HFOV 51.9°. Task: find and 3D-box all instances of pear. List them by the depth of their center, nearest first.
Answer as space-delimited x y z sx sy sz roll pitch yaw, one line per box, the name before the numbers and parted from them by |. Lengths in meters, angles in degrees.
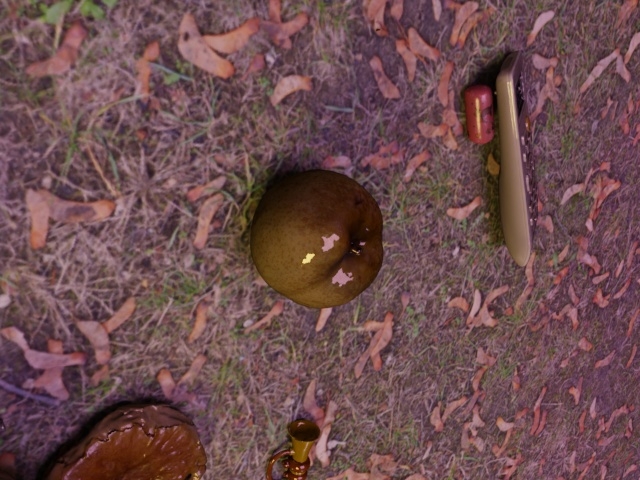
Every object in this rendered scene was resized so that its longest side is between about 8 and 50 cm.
pear | 0.000 0.000 0.762 0.167 0.137 0.167 -8 100 -50

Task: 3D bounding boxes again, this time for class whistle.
whistle | -0.038 0.312 0.926 0.057 0.046 0.109 -11 121 -49

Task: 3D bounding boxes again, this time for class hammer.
hammer | 0.224 -0.177 0.921 0.043 0.043 0.083 -29 123 -25

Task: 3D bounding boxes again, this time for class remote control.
remote control | 0.286 -0.114 0.981 0.109 0.055 0.312 -56 138 -50

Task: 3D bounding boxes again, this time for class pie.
pie | -0.229 0.276 0.764 0.195 0.046 0.195 -14 115 -31

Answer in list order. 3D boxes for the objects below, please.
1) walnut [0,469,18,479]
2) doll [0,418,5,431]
walnut | -0.359 0.305 0.603 0.231 0.178 0.178 -27 123 -14
doll | -0.365 0.195 0.633 0.114 0.039 0.057 -31 154 -36
